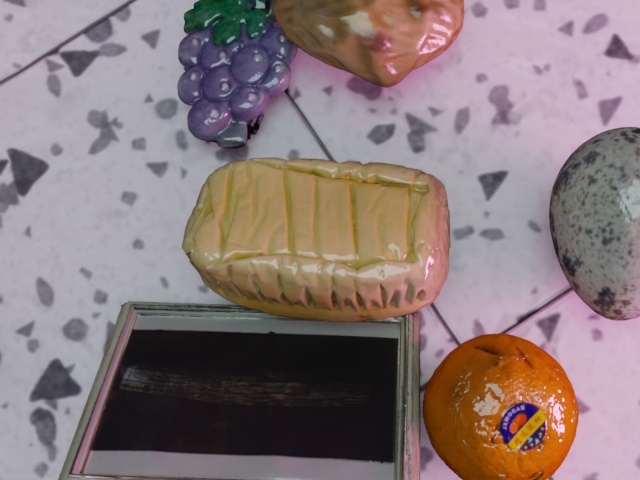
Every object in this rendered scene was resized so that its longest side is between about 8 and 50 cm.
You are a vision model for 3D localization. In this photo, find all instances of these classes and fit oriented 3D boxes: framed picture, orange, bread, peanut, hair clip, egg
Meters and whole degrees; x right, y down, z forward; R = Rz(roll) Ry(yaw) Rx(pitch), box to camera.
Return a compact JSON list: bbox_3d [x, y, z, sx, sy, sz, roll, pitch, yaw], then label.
[{"bbox_3d":[-0.059,0.132,0.816,0.293,0.018,0.231,1,39,5],"label":"framed picture"},{"bbox_3d":[0.155,0.147,0.818,0.135,0.117,0.136,-1,98,-7],"label":"orange"},{"bbox_3d":[0.000,0.000,0.860,0.236,0.106,0.140,4,65,8],"label":"bread"},{"bbox_3d":[0.054,-0.260,0.915,0.196,0.110,0.233,8,80,-1],"label":"peanut"},{"bbox_3d":[-0.082,-0.181,0.947,0.124,0.052,0.195,-5,70,5],"label":"hair clip"},{"bbox_3d":[0.270,-0.015,0.835,0.132,0.132,0.172,6,90,6],"label":"egg"}]

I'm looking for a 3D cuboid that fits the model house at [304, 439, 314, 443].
[{"bbox_3d":[-0.031,0.241,0.819,0.127,0.100,0.149,26,83,9],"label":"model house"}]
